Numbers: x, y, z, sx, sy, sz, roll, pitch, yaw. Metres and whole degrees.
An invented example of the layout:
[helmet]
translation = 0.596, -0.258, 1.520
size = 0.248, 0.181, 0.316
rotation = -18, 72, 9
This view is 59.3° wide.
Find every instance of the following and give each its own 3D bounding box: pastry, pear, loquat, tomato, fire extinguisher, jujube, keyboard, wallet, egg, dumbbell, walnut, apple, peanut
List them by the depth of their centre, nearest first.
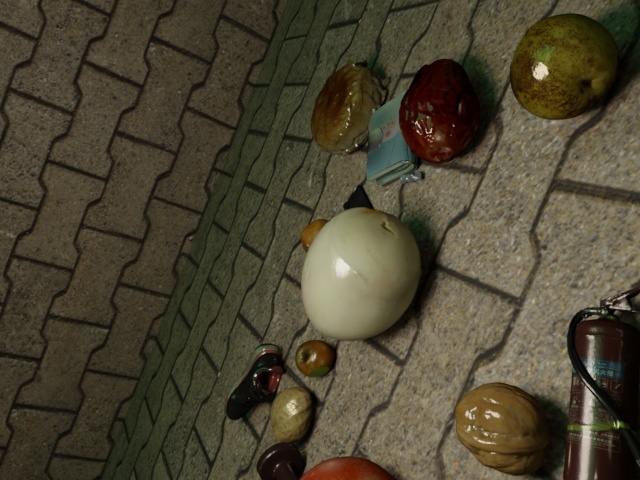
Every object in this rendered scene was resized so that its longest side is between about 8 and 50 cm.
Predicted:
[fire extinguisher]
translation = 0.444, 0.235, 0.856
size = 0.141, 0.105, 0.341
rotation = -2, 70, 44
[walnut]
translation = 0.317, 0.325, 0.980
size = 0.166, 0.149, 0.166
rotation = 15, 113, 41
[pear]
translation = 0.472, -0.328, 1.079
size = 0.197, 0.197, 0.197
rotation = -38, 41, 44
[tomato]
translation = 0.047, 0.589, 1.165
size = 0.265, 0.265, 0.265
rotation = -38, 41, 44
[egg]
translation = 0.091, 0.096, 1.377
size = 0.283, 0.283, 0.345
rotation = -109, 35, -49
[jujube]
translation = 0.294, -0.323, 1.383
size = 0.197, 0.197, 0.290
rotation = -35, 35, 47
[dumbbell]
translation = -0.073, 0.641, 1.455
size = 0.124, 0.140, 0.225
rotation = -28, 28, -13
[apple]
translation = -0.014, 0.331, 1.595
size = 0.114, 0.102, 0.099
rotation = -45, 49, 25
[peanut]
translation = -0.083, 0.493, 1.595
size = 0.140, 0.109, 0.159
rotation = 155, 134, -71
[wallet]
translation = 0.211, -0.293, 1.625
size = 0.176, 0.075, 0.250
rotation = -26, 50, 48
[keyboard]
translation = 0.131, -0.046, 1.663
size = 0.101, 0.018, 0.309
rotation = -53, 32, 25
[loquat]
translation = 0.000, 0.000, 1.778
size = 0.137, 0.113, 0.137
rotation = -14, 62, 28
[pastry]
translation = 0.082, -0.431, 1.872
size = 0.330, 0.136, 0.329
rotation = -36, 43, 44

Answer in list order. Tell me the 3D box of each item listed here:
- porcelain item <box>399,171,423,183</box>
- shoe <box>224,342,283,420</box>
[porcelain item]
translation = 0.248, -0.170, 1.525
size = 0.083, 0.036, 0.028
rotation = 2, 105, 66
[shoe]
translation = -0.204, 0.480, 1.825
size = 0.291, 0.114, 0.137
rotation = -59, 35, 12
